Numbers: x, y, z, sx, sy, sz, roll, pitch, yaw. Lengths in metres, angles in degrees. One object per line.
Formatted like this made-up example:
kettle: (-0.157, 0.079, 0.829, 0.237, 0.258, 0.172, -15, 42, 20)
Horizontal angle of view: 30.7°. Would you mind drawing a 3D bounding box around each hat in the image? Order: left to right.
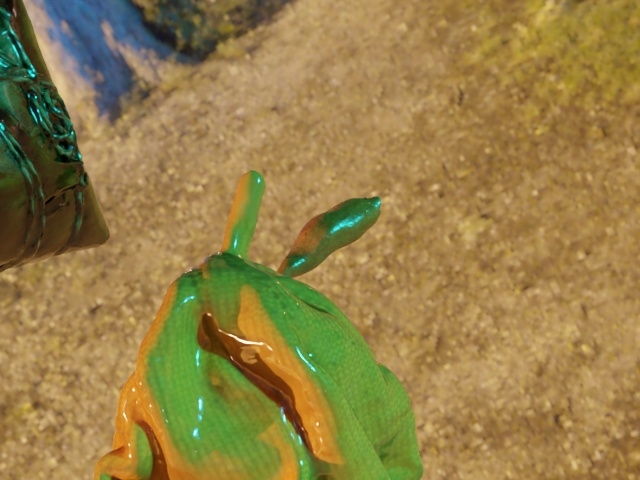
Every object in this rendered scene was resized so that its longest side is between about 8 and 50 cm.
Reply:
hat: (-0.047, 0.073, 0.724, 0.233, 0.233, 0.244, 2, 4, -9)

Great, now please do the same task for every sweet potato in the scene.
sweet potato: (0.000, 0.000, 1.380, 0.195, 0.056, 0.056, -37, 27, -23)

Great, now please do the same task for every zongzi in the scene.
zongzi: (-0.429, -0.051, 1.128, 0.362, 0.319, 0.383, -4, 25, 26)
